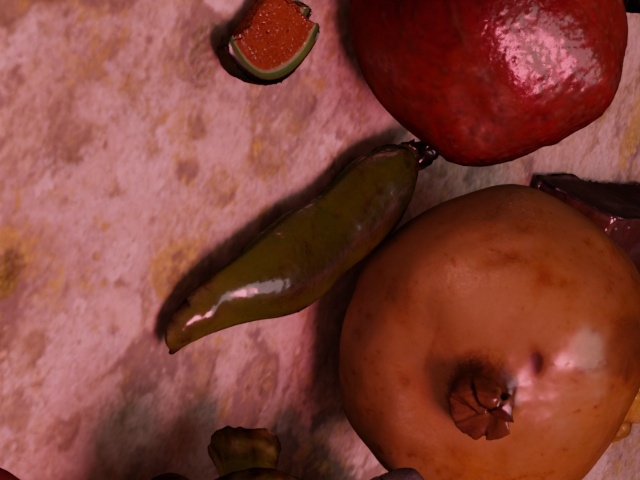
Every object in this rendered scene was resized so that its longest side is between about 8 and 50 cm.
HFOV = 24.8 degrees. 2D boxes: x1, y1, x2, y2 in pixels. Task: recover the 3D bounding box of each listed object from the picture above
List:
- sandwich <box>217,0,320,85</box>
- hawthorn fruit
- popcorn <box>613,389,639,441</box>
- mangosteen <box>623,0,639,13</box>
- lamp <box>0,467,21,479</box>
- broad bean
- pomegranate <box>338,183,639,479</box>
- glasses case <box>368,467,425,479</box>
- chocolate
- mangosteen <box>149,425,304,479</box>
[{"bbox_3d":[-0.039,-0.155,1.110,0.101,0.026,0.069,-52,137,-29],"label":"sandwich"},{"bbox_3d":[0.130,-0.183,1.171,0.215,0.215,0.250,-48,115,-28],"label":"hawthorn fruit"},{"bbox_3d":[0.322,0.162,1.666,0.194,0.140,0.163,-3,104,-51],"label":"popcorn"},{"bbox_3d":[0.300,-0.319,1.343,0.216,0.216,0.216,-29,128,-44],"label":"mangosteen"},{"bbox_3d":[-0.238,0.246,0.890,0.227,0.226,0.227,-29,128,-44],"label":"lamp"},{"bbox_3d":[0.000,0.000,1.206,0.339,0.061,0.077,-40,128,-37],"label":"broad bean"},{"bbox_3d":[0.160,0.091,1.298,0.307,0.307,0.307,-29,128,-44],"label":"pomegranate"},{"bbox_3d":[0.066,0.285,1.277,0.074,0.131,0.323,-25,165,-10],"label":"glasses case"},{"bbox_3d":[0.328,0.000,1.629,0.321,0.112,0.112,0,116,-55],"label":"chocolate"},{"bbox_3d":[-0.065,0.330,1.073,0.330,0.330,0.330,-29,128,-44],"label":"mangosteen"}]
